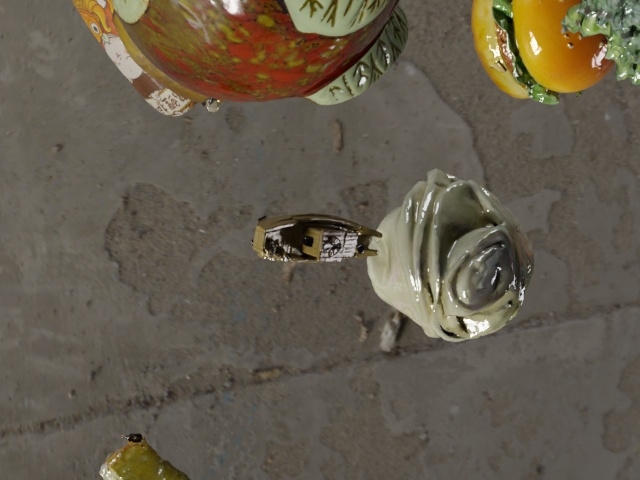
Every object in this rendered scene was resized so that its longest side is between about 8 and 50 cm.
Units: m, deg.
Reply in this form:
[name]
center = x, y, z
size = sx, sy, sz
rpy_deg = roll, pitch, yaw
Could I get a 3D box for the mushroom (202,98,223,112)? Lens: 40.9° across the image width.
[mushroom]
center = -0.217, -0.291, 1.744
size = 0.061, 0.187, 0.060
rpy_deg = -24, 113, -3

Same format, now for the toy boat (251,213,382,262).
[toy boat]
center = 0.000, 0.000, 1.089
size = 0.206, 0.072, 0.064
rpy_deg = 1, 103, -43

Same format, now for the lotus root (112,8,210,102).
[lotus root]
center = -0.194, -0.303, 1.161
size = 0.180, 0.199, 0.188
rpy_deg = 18, 78, -28

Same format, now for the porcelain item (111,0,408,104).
[porcelain item]
center = -0.013, -0.209, 0.532
size = 0.253, 0.253, 0.253
rpy_deg = -2, 95, -22

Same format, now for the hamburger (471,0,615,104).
[hamburger]
center = 0.338, -0.314, 1.215
size = 0.246, 0.170, 0.246
rpy_deg = -3, 95, -43

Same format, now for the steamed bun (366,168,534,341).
[steamed bun]
center = 0.240, 0.032, 1.489
size = 0.280, 0.207, 0.268
rpy_deg = 38, 80, -16

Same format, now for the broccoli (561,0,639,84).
[broccoli]
center = 0.297, -0.369, 0.664
size = 0.275, 0.353, 0.397
rpy_deg = 20, 71, -26

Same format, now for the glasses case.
[glasses case]
center = -0.316, -0.351, 1.442
size = 0.321, 0.122, 0.082
rpy_deg = 55, 50, -19

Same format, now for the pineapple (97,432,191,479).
[pineapple]
center = -0.214, 0.365, 1.091
size = 0.114, 0.186, 0.236
rpy_deg = -37, 131, -44
